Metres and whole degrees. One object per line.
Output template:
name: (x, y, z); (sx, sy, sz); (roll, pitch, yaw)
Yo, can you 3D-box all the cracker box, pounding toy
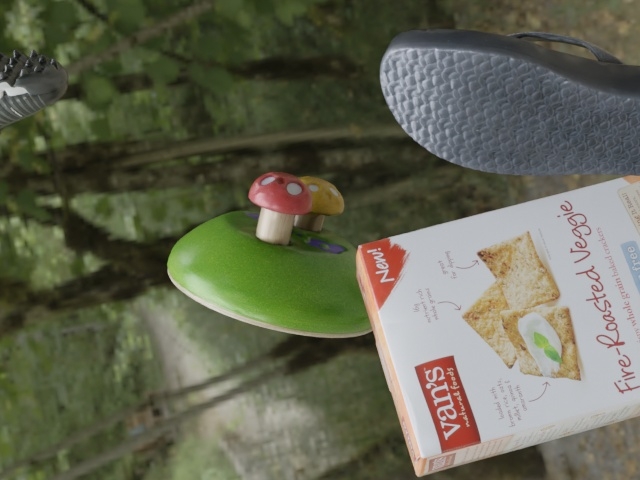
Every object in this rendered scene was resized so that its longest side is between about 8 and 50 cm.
cracker box: (0.155, 0.054, 0.862); (0.067, 0.232, 0.155); (86, 168, -68)
pounding toy: (0.000, 0.000, 1.031); (0.183, 0.237, 0.110); (-121, 44, -69)

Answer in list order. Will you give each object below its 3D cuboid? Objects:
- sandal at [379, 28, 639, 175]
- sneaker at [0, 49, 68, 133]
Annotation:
sandal: (0.161, -0.085, 0.778); (0.097, 0.255, 0.054); (102, 177, -48)
sneaker: (-0.305, -0.083, 1.026); (0.078, 0.234, 0.106); (-89, -19, -60)
